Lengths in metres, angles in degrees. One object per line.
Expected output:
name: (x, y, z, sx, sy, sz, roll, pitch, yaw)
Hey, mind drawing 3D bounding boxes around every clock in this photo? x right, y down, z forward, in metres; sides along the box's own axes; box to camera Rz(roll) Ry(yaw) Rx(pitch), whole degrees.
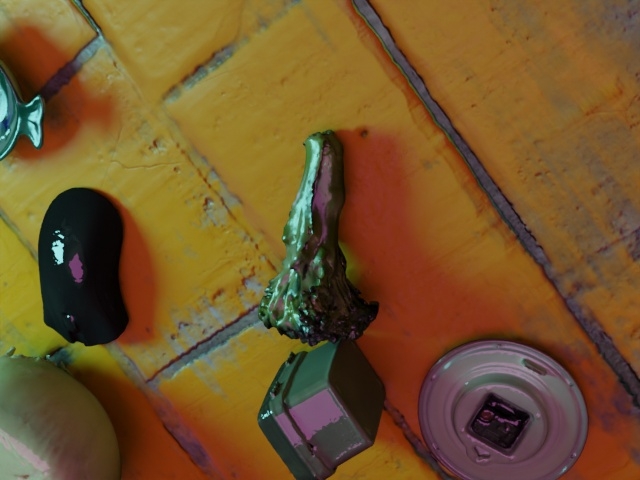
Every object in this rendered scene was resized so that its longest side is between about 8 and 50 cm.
clock: (0.260, 0.252, 1.438, 0.244, 0.056, 0.244, 6, 111, 15)

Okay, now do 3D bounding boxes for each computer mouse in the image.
computer mouse: (-0.380, 0.054, 1.548, 0.147, 0.088, 0.264, 5, 113, 18)

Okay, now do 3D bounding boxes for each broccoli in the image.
broccoli: (0.002, -0.001, 1.397, 0.165, 0.145, 0.304, 14, 106, 53)

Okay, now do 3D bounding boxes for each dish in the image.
dish: (-0.502, -0.206, 1.492, 0.246, 0.078, 0.224, 14, 113, 12)

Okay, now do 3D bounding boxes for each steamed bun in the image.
steamed bun: (-0.463, 0.345, 1.595, 0.312, 0.233, 0.334, 39, 124, -2)

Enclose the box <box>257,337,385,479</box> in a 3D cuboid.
box: (0.005, 0.234, 1.426, 0.129, 0.210, 0.148, -32, 99, 17)
